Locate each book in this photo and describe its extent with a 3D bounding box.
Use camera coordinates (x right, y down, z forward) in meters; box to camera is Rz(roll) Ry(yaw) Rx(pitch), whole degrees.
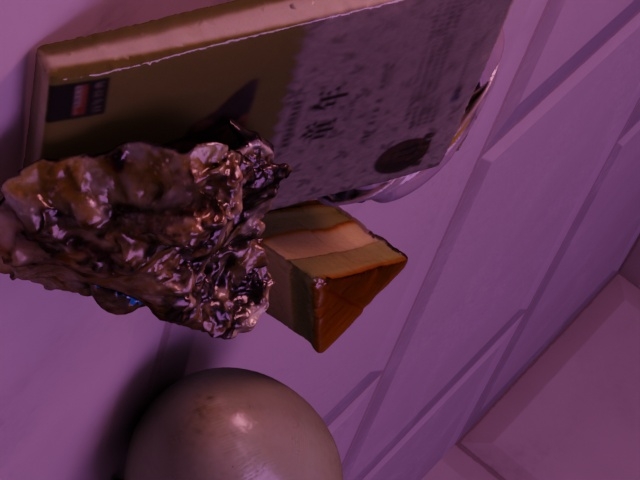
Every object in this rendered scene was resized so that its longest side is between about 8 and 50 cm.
[{"bbox_3d":[-0.036,-0.087,1.269,0.352,0.035,0.239,-16,152,-23],"label":"book"}]

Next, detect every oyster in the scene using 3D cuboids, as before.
[{"bbox_3d":[-0.123,0.003,1.234,0.223,0.083,0.214,-10,151,-16],"label":"oyster"}]

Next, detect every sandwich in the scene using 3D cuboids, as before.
[{"bbox_3d":[0.000,0.000,1.716,0.144,0.117,0.187,-50,164,-18],"label":"sandwich"}]

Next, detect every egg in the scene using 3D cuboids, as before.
[{"bbox_3d":[-0.089,0.232,1.804,0.218,0.218,0.295,-47,152,-19],"label":"egg"}]

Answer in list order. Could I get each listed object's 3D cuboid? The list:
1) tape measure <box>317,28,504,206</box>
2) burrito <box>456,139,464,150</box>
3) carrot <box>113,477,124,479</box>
[{"bbox_3d":[0.073,-0.125,1.621,0.236,0.120,0.197,-34,151,-38],"label":"tape measure"},{"bbox_3d":[0.151,-0.150,1.957,0.058,0.045,0.188,-39,164,-21],"label":"burrito"},{"bbox_3d":[-0.199,0.297,1.978,0.049,0.049,0.254,-48,161,-14],"label":"carrot"}]
